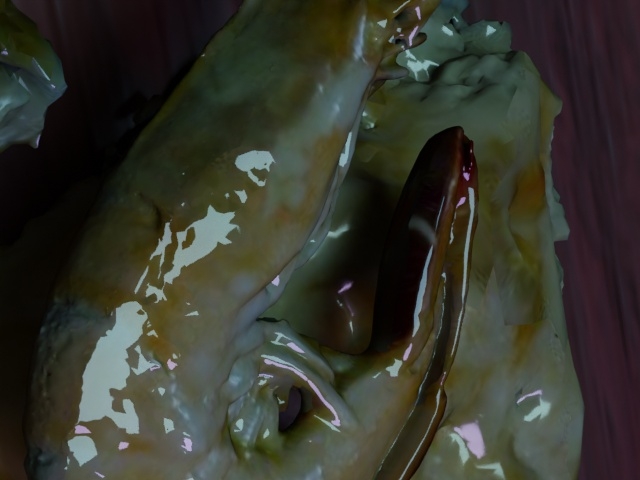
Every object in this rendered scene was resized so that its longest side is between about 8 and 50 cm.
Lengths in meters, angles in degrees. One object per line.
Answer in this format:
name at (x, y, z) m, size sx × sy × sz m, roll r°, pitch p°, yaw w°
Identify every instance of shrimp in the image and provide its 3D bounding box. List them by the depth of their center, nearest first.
shrimp at (0.002, 0.000, 0.547) m, size 0.133 × 0.053 × 0.236 m, roll 34°, pitch 70°, yaw -24°

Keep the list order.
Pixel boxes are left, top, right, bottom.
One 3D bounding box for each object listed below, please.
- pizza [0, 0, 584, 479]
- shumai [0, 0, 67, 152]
pizza at (-0.023, 0.165, 0.611) m, size 0.435 × 0.080 × 0.392 m, roll -36°, pitch 114°, yaw -29°
shumai at (-0.174, 0.015, 0.414) m, size 0.222 × 0.225 × 0.261 m, roll 21°, pitch 98°, yaw -56°
